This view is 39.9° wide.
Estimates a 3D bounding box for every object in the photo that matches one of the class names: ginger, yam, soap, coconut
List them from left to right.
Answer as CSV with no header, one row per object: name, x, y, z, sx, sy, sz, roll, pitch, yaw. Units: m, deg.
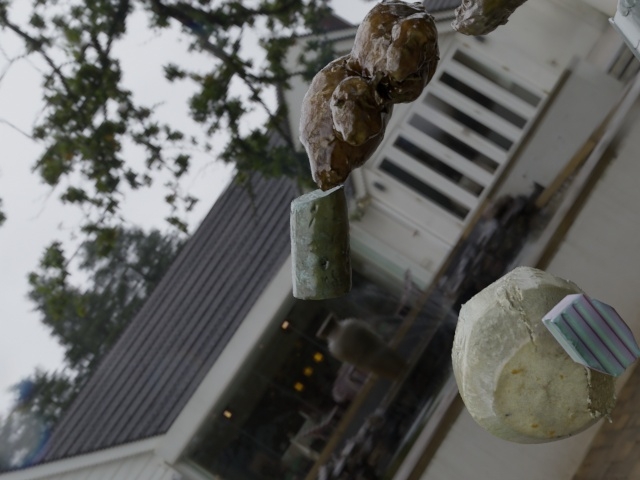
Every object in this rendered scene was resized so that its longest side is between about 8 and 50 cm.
yam,0.000,0.000,1.552,0.107,0.107,0.194,-36,-54,-69
ginger,0.086,-0.249,1.492,0.357,0.152,0.274,-53,22,9
ginger,0.180,-0.323,1.001,0.122,0.084,0.290,-23,-30,4
coconut,0.439,0.229,1.832,0.346,0.346,0.360,-59,7,13
soap,0.457,0.159,1.474,0.100,0.149,0.056,-41,2,-9

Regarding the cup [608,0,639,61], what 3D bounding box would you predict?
cup,0.688,-0.379,1.542,0.219,0.257,0.289,-19,-21,-28
